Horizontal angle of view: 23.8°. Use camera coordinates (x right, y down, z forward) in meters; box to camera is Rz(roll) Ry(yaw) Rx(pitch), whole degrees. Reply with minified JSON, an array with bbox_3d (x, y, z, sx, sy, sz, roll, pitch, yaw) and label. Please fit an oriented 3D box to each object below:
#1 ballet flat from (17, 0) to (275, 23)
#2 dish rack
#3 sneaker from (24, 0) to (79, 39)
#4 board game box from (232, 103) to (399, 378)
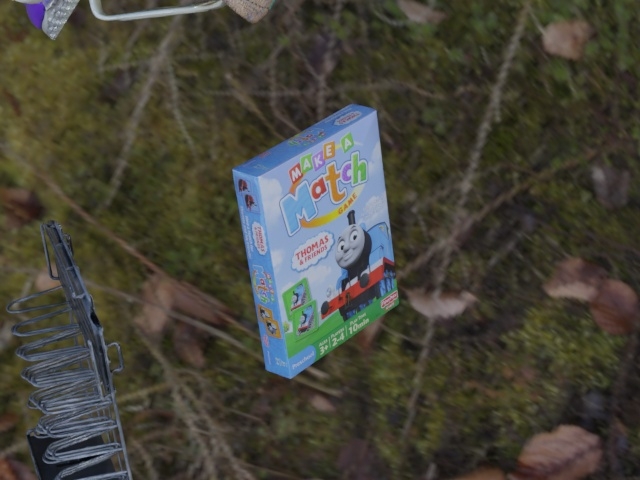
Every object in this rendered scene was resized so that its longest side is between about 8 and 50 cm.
[{"bbox_3d":[-0.175,-0.216,1.091,0.316,0.107,0.106,13,103,11],"label":"ballet flat"},{"bbox_3d":[-0.199,0.128,1.212,0.074,0.272,0.208,-15,32,-16],"label":"dish rack"},{"bbox_3d":[-0.370,-0.343,1.920,0.146,0.293,0.102,32,98,-14],"label":"sneaker"},{"bbox_3d":[0.000,0.000,1.415,0.039,0.160,0.212,18,128,41],"label":"board game box"}]
